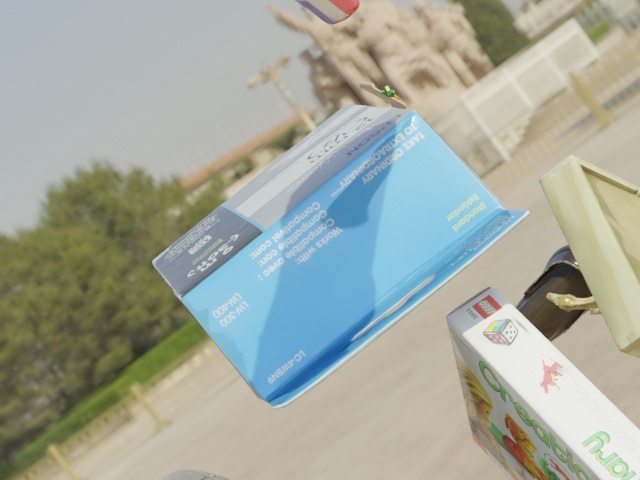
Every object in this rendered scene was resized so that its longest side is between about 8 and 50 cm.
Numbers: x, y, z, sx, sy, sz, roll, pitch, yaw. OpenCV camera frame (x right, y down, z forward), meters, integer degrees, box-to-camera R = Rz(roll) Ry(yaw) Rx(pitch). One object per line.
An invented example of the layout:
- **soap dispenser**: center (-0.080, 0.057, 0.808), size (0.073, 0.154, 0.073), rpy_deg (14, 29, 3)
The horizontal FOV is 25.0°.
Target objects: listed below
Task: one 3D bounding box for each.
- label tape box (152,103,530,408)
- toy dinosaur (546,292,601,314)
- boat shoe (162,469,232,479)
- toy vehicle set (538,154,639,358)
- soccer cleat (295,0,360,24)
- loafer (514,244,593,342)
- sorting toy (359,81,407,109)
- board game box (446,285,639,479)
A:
- **label tape box**: center (0.000, 0.000, 1.224), size (0.249, 0.115, 0.348), rpy_deg (-39, 11, -6)
- **toy dinosaur**: center (0.331, 0.052, 1.502), size (0.183, 0.053, 0.093), rpy_deg (-22, -18, 28)
- **boat shoe**: center (-0.091, 0.394, 1.734), size (0.123, 0.324, 0.116), rpy_deg (2, -64, -47)
- **toy vehicle set**: center (0.298, 0.039, 1.172), size (0.267, 0.166, 0.035), rpy_deg (19, -50, -42)
- **soccer cleat**: center (0.016, -0.246, 0.924), size (0.083, 0.095, 0.248), rpy_deg (-13, 42, 37)
- **loafer**: center (0.284, 0.090, 1.791), size (0.078, 0.080, 0.220), rpy_deg (-46, -11, -39)
- **sorting toy**: center (0.092, -0.201, 1.991), size (0.012, 0.062, 0.083), rpy_deg (-60, 21, -2)
- **board game box**: center (0.216, 0.193, 1.119), size (0.053, 0.305, 0.193), rpy_deg (-33, -39, -13)
